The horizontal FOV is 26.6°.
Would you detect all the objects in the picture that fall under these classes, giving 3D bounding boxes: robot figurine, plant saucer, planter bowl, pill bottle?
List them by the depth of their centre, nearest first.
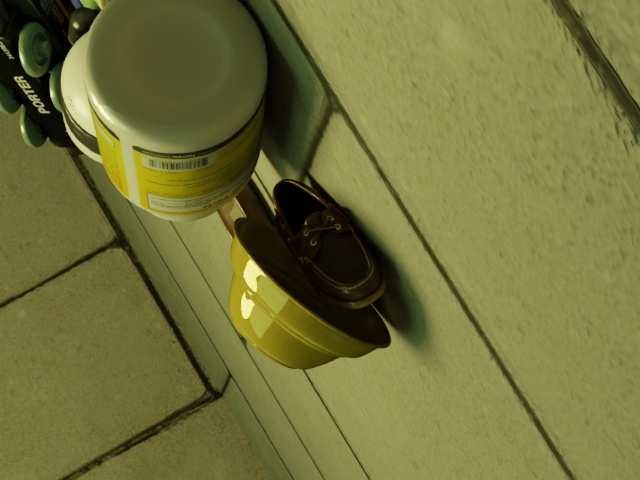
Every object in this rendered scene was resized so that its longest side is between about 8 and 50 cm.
[{"bbox_3d":[-0.034,0.077,1.490,0.217,0.090,0.217,36,-166,-10],"label":"planter bowl"},{"bbox_3d":[-0.156,-0.136,1.497,0.188,0.188,0.334,58,167,11],"label":"pill bottle"},{"bbox_3d":[-0.264,-0.197,1.845,0.209,0.173,0.278,18,169,-6],"label":"robot figurine"},{"bbox_3d":[-0.105,-0.034,1.886,0.198,0.036,0.198,56,168,18],"label":"plant saucer"}]

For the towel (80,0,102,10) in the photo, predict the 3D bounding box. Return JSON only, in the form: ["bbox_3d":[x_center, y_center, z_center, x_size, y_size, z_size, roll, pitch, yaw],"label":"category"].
[{"bbox_3d":[-0.280,-0.323,1.771,0.113,0.023,0.152,20,168,10],"label":"towel"}]

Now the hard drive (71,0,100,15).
[{"bbox_3d":[-0.338,-0.344,2.089,0.210,0.040,0.318,54,166,24],"label":"hard drive"}]

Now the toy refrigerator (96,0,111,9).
[{"bbox_3d":[-0.220,-0.359,1.442,0.094,0.102,0.269,57,167,14],"label":"toy refrigerator"}]

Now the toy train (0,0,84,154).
[{"bbox_3d":[-0.403,-0.271,1.995,0.334,0.142,0.190,59,-143,-54],"label":"toy train"}]

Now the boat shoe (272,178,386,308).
[{"bbox_3d":[0.000,0.000,1.452,0.207,0.073,0.073,43,162,53],"label":"boat shoe"}]
